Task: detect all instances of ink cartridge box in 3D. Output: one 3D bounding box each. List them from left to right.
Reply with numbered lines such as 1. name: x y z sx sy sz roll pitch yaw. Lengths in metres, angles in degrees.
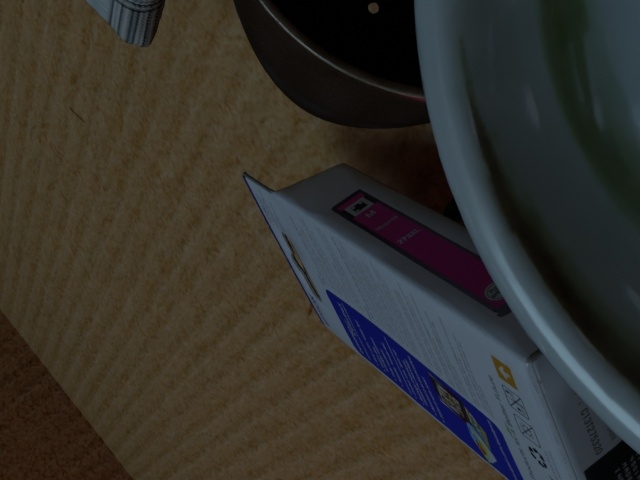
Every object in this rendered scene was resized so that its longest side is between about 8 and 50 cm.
1. ink cartridge box: 0.074 0.055 0.703 0.371 0.069 0.176 31 153 55

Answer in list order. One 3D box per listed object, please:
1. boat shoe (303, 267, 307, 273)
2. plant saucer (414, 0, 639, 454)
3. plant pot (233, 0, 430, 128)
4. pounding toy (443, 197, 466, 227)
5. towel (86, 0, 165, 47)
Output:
1. boat shoe: 0.000 0.000 0.948 0.049 0.040 0.142 45 151 14
2. plant saucer: 0.219 -0.087 0.293 0.400 0.100 0.401 8 104 36
3. plant pot: 0.036 -0.150 0.580 0.215 0.215 0.230 52 166 2
4. pounding toy: 0.142 0.001 0.700 0.141 0.100 0.130 56 166 -1
5. towel: -0.208 -0.339 0.714 0.324 0.056 0.312 49 151 8
